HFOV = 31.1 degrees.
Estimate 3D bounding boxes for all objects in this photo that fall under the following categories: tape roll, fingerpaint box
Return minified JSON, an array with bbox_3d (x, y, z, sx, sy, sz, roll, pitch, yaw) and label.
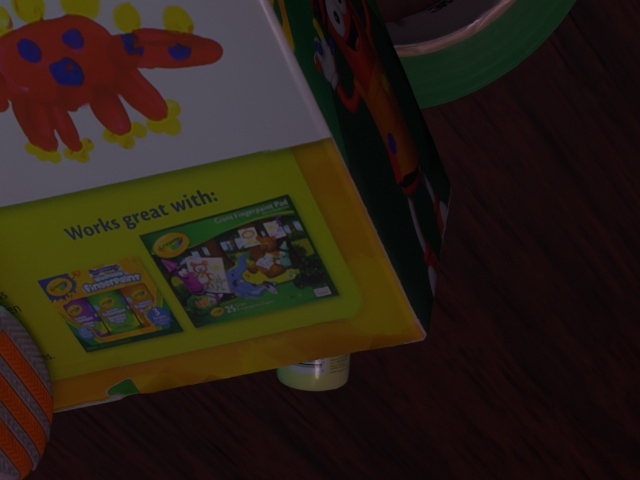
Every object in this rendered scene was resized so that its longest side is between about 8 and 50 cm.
[{"bbox_3d":[0.050,-0.254,0.807,0.321,0.077,0.321,-7,115,-14],"label":"tape roll"},{"bbox_3d":[-0.199,-0.088,0.652,0.445,0.163,0.371,-14,121,22],"label":"fingerpaint box"}]

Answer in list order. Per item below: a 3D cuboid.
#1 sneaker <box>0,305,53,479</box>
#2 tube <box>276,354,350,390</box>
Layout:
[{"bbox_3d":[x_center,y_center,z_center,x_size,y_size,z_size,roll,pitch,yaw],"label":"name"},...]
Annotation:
[{"bbox_3d":[-0.284,0.021,0.570,0.180,0.124,0.321,-11,122,20],"label":"sneaker"},{"bbox_3d":[0.000,0.000,0.918,0.070,0.062,0.240,-27,124,-56],"label":"tube"}]
